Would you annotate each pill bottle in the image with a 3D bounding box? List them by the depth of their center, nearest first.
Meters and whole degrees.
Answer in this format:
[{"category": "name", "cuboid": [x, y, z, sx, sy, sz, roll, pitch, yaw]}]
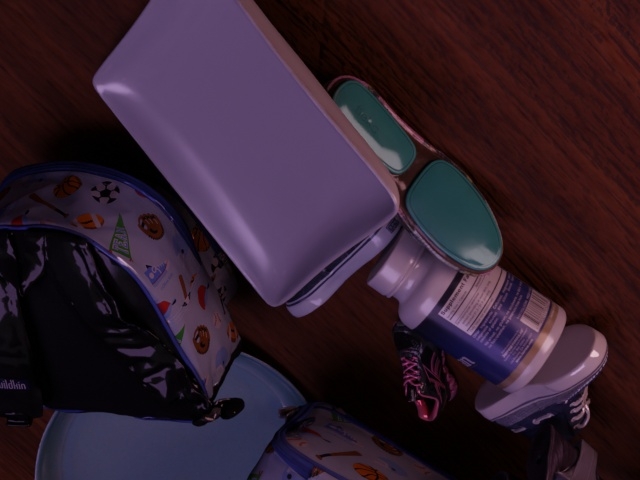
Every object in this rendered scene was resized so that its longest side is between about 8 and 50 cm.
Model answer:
[{"category": "pill bottle", "cuboid": [0.130, 0.057, 1.555, 0.169, 0.094, 0.094, 34, 142, -4]}]

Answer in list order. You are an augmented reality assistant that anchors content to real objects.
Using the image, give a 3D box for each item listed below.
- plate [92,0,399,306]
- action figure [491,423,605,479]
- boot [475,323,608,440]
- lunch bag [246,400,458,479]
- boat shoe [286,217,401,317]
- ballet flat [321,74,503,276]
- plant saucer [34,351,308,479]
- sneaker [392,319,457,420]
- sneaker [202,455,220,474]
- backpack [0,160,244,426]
[{"category": "plate", "cuboid": [-0.063, -0.096, 1.494, 0.277, 0.045, 0.278, 52, 148, 1]}, {"category": "action figure", "cuboid": [0.300, 0.283, 1.659, 0.285, 0.099, 0.185, 23, 135, -23]}, {"category": "boot", "cuboid": [0.232, 0.140, 1.615, 0.086, 0.069, 0.190, 32, 150, -15]}, {"category": "lunch bag", "cuboid": [0.069, 0.276, 1.737, 0.303, 0.243, 0.115, 31, 103, 10]}, {"category": "boat shoe", "cuboid": [0.000, 0.000, 1.609, 0.083, 0.065, 0.183, 40, 136, -6]}, {"category": "ballet flat", "cuboid": [0.071, -0.054, 1.501, 0.221, 0.077, 0.079, 45, 158, -10]}, {"category": "plant saucer", "cuboid": [-0.152, 0.250, 1.866, 0.317, 0.044, 0.318, -3, 111, -7]}, {"category": "sneaker", "cuboid": [0.098, 0.131, 1.689, 0.047, 0.057, 0.119, 0, 131, 36]}, {"category": "sneaker", "cuboid": [-0.227, 0.234, 1.991, 0.162, 0.106, 0.281, 46, 129, -11]}, {"category": "backpack", "cuboid": [-0.217, 0.043, 1.676, 0.276, 0.213, 0.263, -3, 137, 23]}]
